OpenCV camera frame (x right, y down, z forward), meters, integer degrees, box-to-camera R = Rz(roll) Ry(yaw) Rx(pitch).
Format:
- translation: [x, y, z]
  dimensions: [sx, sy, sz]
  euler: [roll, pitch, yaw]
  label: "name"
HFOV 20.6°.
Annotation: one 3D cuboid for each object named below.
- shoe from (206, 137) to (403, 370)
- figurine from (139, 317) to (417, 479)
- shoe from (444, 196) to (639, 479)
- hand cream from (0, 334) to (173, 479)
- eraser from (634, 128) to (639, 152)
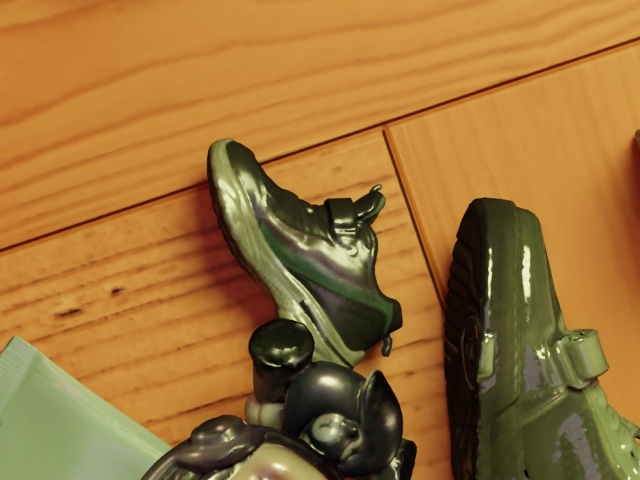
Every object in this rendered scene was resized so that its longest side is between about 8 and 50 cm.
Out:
- translation: [0.000, 0.000, 1.071]
  dimensions: [0.099, 0.071, 0.169]
  euler: [-31, 91, -4]
  label: "shoe"
- translation: [-0.052, 0.160, 0.994]
  dimensions: [0.145, 0.145, 0.222]
  euler: [36, 58, 2]
  label: "figurine"
- translation: [0.155, 0.120, 1.048]
  dimensions: [0.149, 0.109, 0.292]
  euler: [-1, 90, -4]
  label: "shoe"
- translation: [-0.086, 0.188, 1.071]
  dimensions: [0.321, 0.067, 0.109]
  euler: [32, 87, 6]
  label: "hand cream"
- translation: [0.366, -0.085, 1.034]
  dimensions: [0.343, 0.144, 0.078]
  euler: [-15, 85, 0]
  label: "eraser"
